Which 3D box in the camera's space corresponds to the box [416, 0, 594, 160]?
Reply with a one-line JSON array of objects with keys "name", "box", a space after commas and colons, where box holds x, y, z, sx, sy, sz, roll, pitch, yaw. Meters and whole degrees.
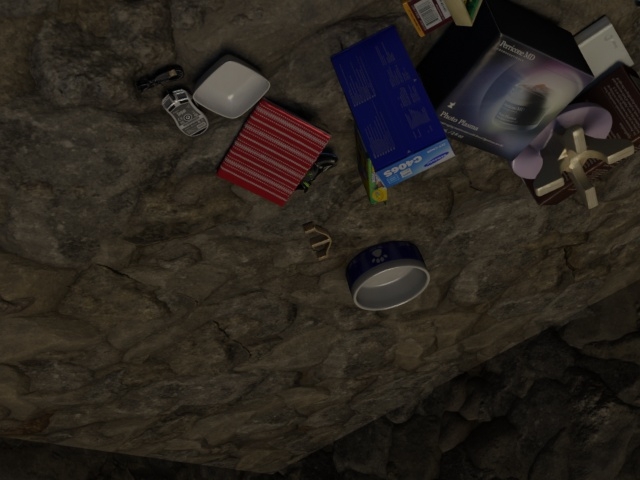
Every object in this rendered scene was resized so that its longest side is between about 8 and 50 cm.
[{"name": "box", "box": [0.413, -0.376, 1.782, 0.296, 0.183, 0.294, 14, 135, -28]}]

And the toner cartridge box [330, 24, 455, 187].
[{"name": "toner cartridge box", "box": [0.151, -0.295, 1.653, 0.165, 0.348, 0.075, -25, 147, 13]}]

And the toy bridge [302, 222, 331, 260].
[{"name": "toy bridge", "box": [0.000, 0.000, 2.309, 0.063, 0.026, 0.188, -21, 147, 4]}]

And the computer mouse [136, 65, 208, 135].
[{"name": "computer mouse", "box": [-0.318, -0.307, 1.702, 0.106, 0.042, 0.193, -27, 140, 6]}]

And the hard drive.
[{"name": "hard drive", "box": [0.636, -0.424, 1.972, 0.307, 0.040, 0.203, -33, 144, 23]}]

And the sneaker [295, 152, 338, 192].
[{"name": "sneaker", "box": [-0.031, -0.168, 2.000, 0.188, 0.078, 0.067, -27, 146, 14]}]

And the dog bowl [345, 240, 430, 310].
[{"name": "dog bowl", "box": [0.220, 0.119, 2.513, 0.264, 0.104, 0.265, -13, 146, -9]}]

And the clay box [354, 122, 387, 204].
[{"name": "clay box", "box": [0.133, -0.195, 1.993, 0.053, 0.128, 0.222, -14, 146, -4]}]

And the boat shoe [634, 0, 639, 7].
[{"name": "boat shoe", "box": [0.774, -0.573, 1.770, 0.267, 0.096, 0.088, 13, 140, -36]}]

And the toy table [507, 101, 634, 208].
[{"name": "toy table", "box": [0.619, -0.214, 1.874, 0.274, 0.161, 0.252, -35, 128, 10]}]

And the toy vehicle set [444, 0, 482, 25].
[{"name": "toy vehicle set", "box": [0.290, -0.566, 1.437, 0.035, 0.267, 0.166, 13, 164, 33]}]

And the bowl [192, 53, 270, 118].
[{"name": "bowl", "box": [-0.201, -0.346, 1.686, 0.142, 0.053, 0.142, -38, 142, 27]}]

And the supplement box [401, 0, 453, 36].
[{"name": "supplement box", "box": [0.187, -0.510, 1.500, 0.080, 0.188, 0.104, -26, 145, 15]}]

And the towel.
[{"name": "towel", "box": [-0.120, -0.213, 1.887, 0.198, 0.031, 0.275, 25, 131, -16]}]

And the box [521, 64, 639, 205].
[{"name": "box", "box": [0.718, -0.272, 2.053, 0.381, 0.191, 0.143, -37, 160, 33]}]
